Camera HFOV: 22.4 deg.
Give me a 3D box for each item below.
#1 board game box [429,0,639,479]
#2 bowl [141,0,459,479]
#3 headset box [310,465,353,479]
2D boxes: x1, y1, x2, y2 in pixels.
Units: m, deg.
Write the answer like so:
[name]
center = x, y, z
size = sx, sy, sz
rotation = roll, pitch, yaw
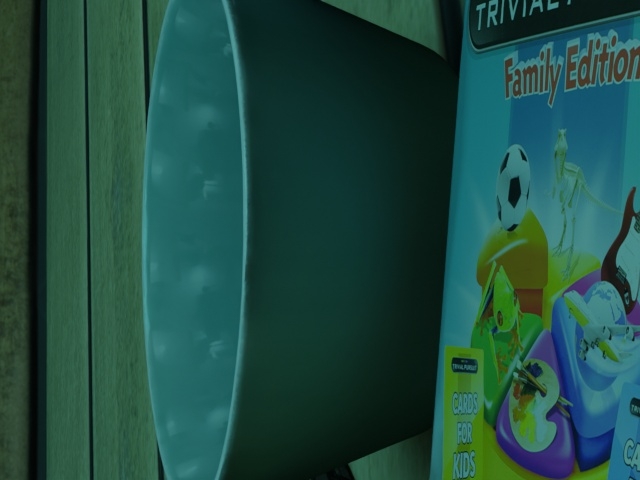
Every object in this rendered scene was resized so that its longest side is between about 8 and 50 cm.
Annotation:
[board game box]
center = 0.129, 0.012, 0.657
size = 0.254, 0.079, 0.336
rotation = -177, 90, -73
[bowl]
center = 0.000, 0.000, 0.925
size = 0.311, 0.163, 0.312
rotation = -179, 90, -74
[headset box]
center = -0.003, 0.192, 1.133
size = 0.062, 0.032, 0.083
rotation = -118, 35, -61
